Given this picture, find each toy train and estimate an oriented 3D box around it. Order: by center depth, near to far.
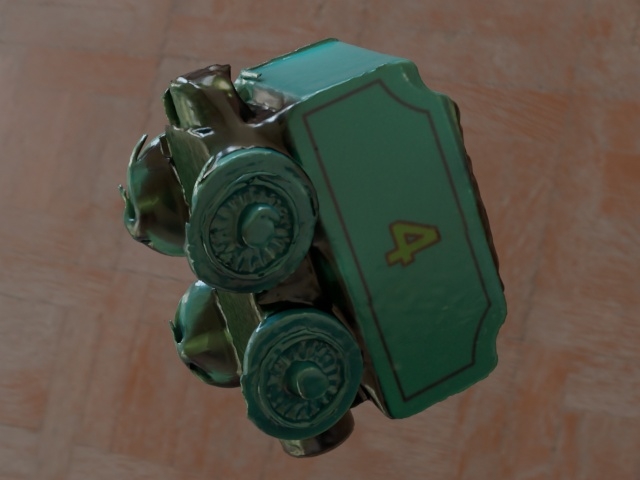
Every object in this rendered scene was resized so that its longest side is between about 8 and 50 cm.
[{"bbox_3d":[0.000,0.000,0.721,0.154,0.197,0.107,-24,21,-18],"label":"toy train"}]
